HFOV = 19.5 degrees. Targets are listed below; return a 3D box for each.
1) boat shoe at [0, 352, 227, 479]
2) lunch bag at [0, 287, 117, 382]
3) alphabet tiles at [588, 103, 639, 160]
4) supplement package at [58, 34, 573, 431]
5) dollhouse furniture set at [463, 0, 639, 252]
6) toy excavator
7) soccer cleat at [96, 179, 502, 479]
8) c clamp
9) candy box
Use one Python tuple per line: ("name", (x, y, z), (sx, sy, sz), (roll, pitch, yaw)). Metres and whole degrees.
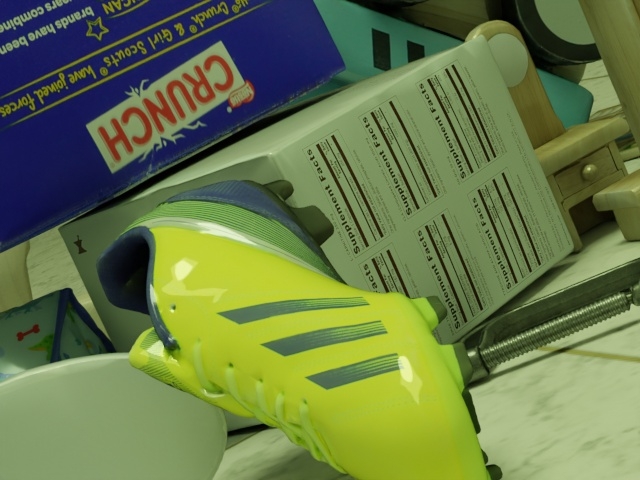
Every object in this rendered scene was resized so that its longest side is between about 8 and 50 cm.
("boat shoe", (-0.186, 0.140, 0.947), (0.301, 0.108, 0.102), (-31, 10, 3))
("lunch bag", (-0.183, 0.120, 1.072), (0.129, 0.096, 0.151), (-21, 38, 19))
("alphabet tiles", (0.263, -0.099, 1.462), (0.198, 0.009, 0.237), (-16, 12, 42))
("supplement package", (0.000, 0.000, 1.103), (0.194, 0.149, 0.203), (-17, 11, 45))
("dollhouse furniture set", (0.292, -0.136, 1.071), (0.303, 0.173, 0.355), (-29, 10, -25))
("toy excavator", (-0.024, -0.056, 1.362), (0.433, 0.445, 0.222), (16, -4, -21))
("soccer cleat", (-0.018, 0.055, 0.846), (0.121, 0.093, 0.289), (-21, 28, -17))
("c clamp", (0.123, 0.044, 0.963), (0.161, 0.022, 0.137), (-24, 4, 7))
("candy box", (-0.176, -0.175, 1.088), (0.268, 0.317, 0.122), (-30, 5, -34))
